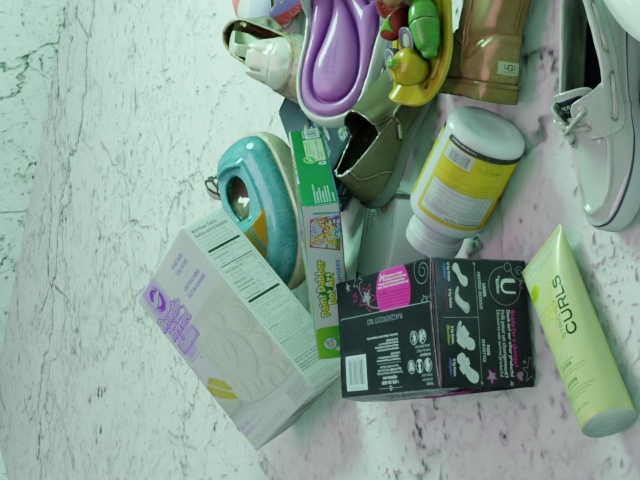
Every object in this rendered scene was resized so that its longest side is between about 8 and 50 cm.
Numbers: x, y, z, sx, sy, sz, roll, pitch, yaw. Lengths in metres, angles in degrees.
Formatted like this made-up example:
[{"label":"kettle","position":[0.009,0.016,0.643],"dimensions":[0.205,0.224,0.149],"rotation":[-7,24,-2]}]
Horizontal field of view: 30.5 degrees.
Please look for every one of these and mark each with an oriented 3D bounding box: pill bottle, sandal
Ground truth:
[{"label":"pill bottle","position":[0.174,-0.068,1.470],"dimensions":[0.184,0.103,0.103],"rotation":[-66,34,34]},{"label":"sandal","position":[0.032,-0.372,1.699],"dimensions":[0.169,0.102,0.416],"rotation":[-6,77,23]}]

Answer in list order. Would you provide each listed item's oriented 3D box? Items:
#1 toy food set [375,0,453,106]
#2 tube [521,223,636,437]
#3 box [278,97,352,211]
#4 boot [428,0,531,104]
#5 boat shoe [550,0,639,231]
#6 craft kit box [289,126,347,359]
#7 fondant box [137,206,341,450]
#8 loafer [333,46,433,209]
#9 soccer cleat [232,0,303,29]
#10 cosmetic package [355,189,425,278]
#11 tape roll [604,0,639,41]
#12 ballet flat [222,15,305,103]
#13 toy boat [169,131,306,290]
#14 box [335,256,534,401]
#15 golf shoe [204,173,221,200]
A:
[{"label":"toy food set","position":[0.103,-0.279,1.479],"dimensions":[0.128,0.071,0.218],"rotation":[-28,58,56]},{"label":"tube","position":[0.279,0.102,1.304],"dimensions":[0.070,0.062,0.240],"rotation":[-24,51,15]},{"label":"box","position":[0.015,-0.189,1.840],"dimensions":[0.183,0.059,0.232],"rotation":[-61,36,41]},{"label":"boot","position":[0.199,-0.316,1.479],"dimensions":[0.236,0.089,0.269],"rotation":[22,105,54]},{"label":"boat shoe","position":[0.293,-0.144,1.262],"dimensions":[0.096,0.088,0.267],"rotation":[3,90,63]},{"label":"craft kit box","position":[0.000,0.000,1.684],"dimensions":[0.250,0.061,0.246],"rotation":[-101,2,-61]},{"label":"fondant box","position":[-0.132,0.146,1.893],"dimensions":[0.330,0.096,0.238],"rotation":[51,139,12]},{"label":"loafer","position":[0.087,-0.171,1.618],"dimensions":[0.094,0.087,0.251],"rotation":[-6,64,57]},{"label":"soccer cleat","position":[-0.056,-0.417,1.979],"dimensions":[0.318,0.109,0.116],"rotation":[-4,104,61]},{"label":"cosmetic package","position":[0.095,0.052,1.660],"dimensions":[0.099,0.060,0.239],"rotation":[23,108,60]},{"label":"tape roll","position":[0.397,-0.361,1.102],"dimensions":[0.392,0.072,0.392],"rotation":[-12,77,63]},{"label":"ballet flat","position":[-0.081,-0.289,1.861],"dimensions":[0.316,0.106,0.107],"rotation":[40,121,59]},{"label":"toy boat","position":[-0.135,-0.021,1.970],"dimensions":[0.318,0.148,0.267],"rotation":[-33,73,52]},{"label":"box","position":[0.140,0.117,1.479],"dimensions":[0.247,0.142,0.163],"rotation":[-21,70,62]},{"label":"golf shoe","position":[-0.160,-0.077,2.153],"dimensions":[0.198,0.077,0.094],"rotation":[-10,79,63]}]
